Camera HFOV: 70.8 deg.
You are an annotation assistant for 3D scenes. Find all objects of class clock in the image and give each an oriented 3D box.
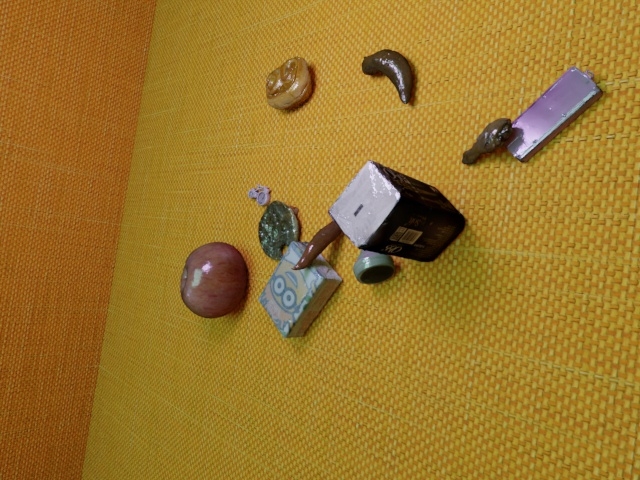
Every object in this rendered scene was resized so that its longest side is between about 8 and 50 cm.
[{"bbox_3d":[-0.275,-0.209,2.034,0.129,0.041,0.087,25,104,37],"label":"clock"}]

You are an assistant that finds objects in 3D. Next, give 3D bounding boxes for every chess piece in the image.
[{"bbox_3d":[0.161,0.005,1.552,0.139,0.139,0.272,-37,48,33],"label":"chess piece"}]

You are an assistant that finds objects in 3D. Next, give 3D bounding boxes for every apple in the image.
[{"bbox_3d":[-0.493,0.174,2.015,0.344,0.269,0.345,-8,78,43],"label":"apple"}]

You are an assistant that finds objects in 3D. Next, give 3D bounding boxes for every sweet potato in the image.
[{"bbox_3d":[0.000,0.000,1.650,0.314,0.066,0.072,-44,42,-20],"label":"sweet potato"},{"bbox_3d":[0.240,-0.605,1.587,0.310,0.098,0.124,50,137,34],"label":"sweet potato"}]

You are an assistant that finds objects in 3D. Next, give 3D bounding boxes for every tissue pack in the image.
[{"bbox_3d":[-0.089,0.189,1.736,0.228,0.128,0.311,49,117,36],"label":"tissue pack"},{"bbox_3d":[0.230,-0.068,1.314,0.210,0.370,0.198,-49,53,26],"label":"tissue pack"}]

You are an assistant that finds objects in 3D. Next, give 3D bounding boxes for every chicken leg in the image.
[{"bbox_3d":[0.471,-0.276,1.300,0.198,0.069,0.085,134,139,-61],"label":"chicken leg"}]

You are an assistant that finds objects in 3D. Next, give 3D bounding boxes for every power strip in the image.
[{"bbox_3d":[0.618,-0.338,1.226,0.279,0.037,0.109,-46,54,28],"label":"power strip"}]

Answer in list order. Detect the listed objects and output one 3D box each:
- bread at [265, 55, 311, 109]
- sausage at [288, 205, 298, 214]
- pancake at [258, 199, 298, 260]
[{"bbox_3d":[-0.134,-0.664,1.927,0.236,0.120,0.198,-15,72,41],"label":"bread"},{"bbox_3d":[-0.139,-0.133,1.901,0.107,0.031,0.031,16,94,43],"label":"sausage"},{"bbox_3d":[-0.179,-0.047,1.901,0.253,0.037,0.254,2,93,44],"label":"pancake"}]
